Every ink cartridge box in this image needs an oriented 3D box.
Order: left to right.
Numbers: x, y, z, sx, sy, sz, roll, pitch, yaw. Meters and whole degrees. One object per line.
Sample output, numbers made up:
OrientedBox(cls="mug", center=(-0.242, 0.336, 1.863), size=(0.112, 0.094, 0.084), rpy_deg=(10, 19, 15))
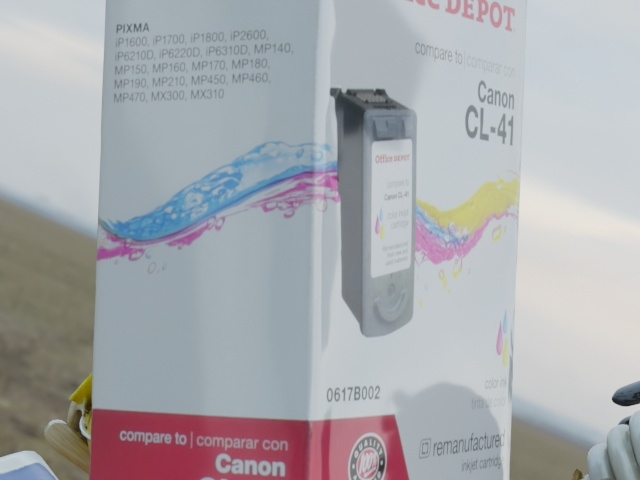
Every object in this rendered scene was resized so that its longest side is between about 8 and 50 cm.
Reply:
OrientedBox(cls="ink cartridge box", center=(0.000, 0.000, 0.983), size=(0.131, 0.306, 0.226), rpy_deg=(3, 0, 30))

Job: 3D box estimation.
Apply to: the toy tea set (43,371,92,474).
OrientedBox(cls="toy tea set", center=(-0.139, 0.245, 1.235), size=(0.200, 0.336, 0.124), rpy_deg=(39, -3, -16))

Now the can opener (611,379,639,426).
OrientedBox(cls="can opener", center=(0.309, 0.109, 1.489), size=(0.186, 0.059, 0.073), rpy_deg=(-7, 7, -5))

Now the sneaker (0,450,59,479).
OrientedBox(cls="sneaker", center=(-0.109, 0.187, 0.385), size=(0.182, 0.315, 0.127), rpy_deg=(44, -41, 12))

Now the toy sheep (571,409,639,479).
OrientedBox(cls="toy sheep", center=(0.190, 0.128, 1.061), size=(0.132, 0.091, 0.091), rpy_deg=(-20, -14, 13))
